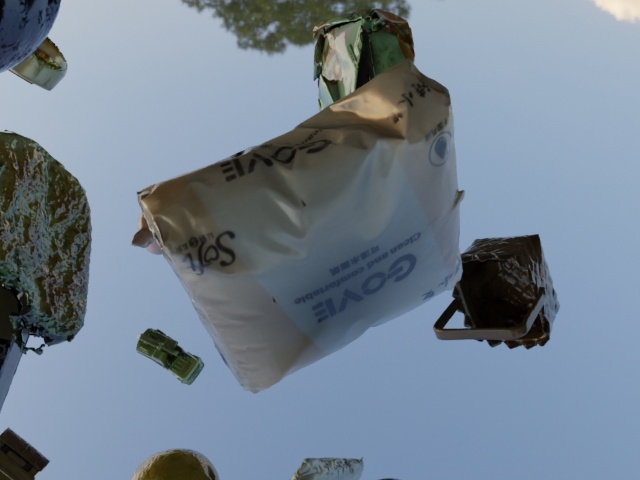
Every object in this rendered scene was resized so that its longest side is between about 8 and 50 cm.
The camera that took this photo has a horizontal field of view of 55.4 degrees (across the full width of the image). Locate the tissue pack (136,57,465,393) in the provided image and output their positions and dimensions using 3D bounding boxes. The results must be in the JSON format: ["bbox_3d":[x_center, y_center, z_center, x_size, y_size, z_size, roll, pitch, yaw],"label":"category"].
[{"bbox_3d":[0.000,0.000,0.782,0.376,0.390,0.195,-25,-133,-2],"label":"tissue pack"}]

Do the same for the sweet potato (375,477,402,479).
[{"bbox_3d":[0.033,0.390,0.833,0.233,0.062,0.081,-29,-111,2],"label":"sweet potato"}]

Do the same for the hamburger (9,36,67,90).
[{"bbox_3d":[-0.474,-0.304,0.988,0.127,0.081,0.141,32,180,-2],"label":"hamburger"}]

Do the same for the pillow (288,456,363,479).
[{"bbox_3d":[0.000,0.436,1.068,0.051,0.229,0.128,28,-91,34],"label":"pillow"}]

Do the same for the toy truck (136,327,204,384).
[{"bbox_3d":[-0.367,0.273,1.465,0.169,0.100,0.077,33,-106,9],"label":"toy truck"}]

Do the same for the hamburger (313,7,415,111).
[{"bbox_3d":[0.062,-0.261,1.020,0.125,0.235,0.214,-11,-168,-20],"label":"hamburger"}]

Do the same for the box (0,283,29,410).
[{"bbox_3d":[-0.578,0.186,0.936,0.198,0.084,0.310,12,-120,-8],"label":"box"}]

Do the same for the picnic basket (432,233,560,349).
[{"bbox_3d":[0.464,0.159,1.597,0.254,0.291,0.321,-7,-157,42],"label":"picnic basket"}]

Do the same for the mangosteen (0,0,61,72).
[{"bbox_3d":[-0.432,-0.352,0.687,0.347,0.307,0.306,-37,-141,18],"label":"mangosteen"}]

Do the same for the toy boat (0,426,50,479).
[{"bbox_3d":[-0.574,0.439,1.169,0.226,0.068,0.088,43,-119,-8],"label":"toy boat"}]

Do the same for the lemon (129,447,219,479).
[{"bbox_3d":[-0.328,0.566,1.369,0.231,0.192,0.192,-17,-144,21],"label":"lemon"}]

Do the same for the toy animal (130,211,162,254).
[{"bbox_3d":[-0.429,-0.024,1.834,0.213,0.256,0.195,5,-111,61],"label":"toy animal"}]

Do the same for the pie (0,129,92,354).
[{"bbox_3d":[-0.457,-0.015,0.931,0.078,0.371,0.296,-8,-135,16],"label":"pie"}]
